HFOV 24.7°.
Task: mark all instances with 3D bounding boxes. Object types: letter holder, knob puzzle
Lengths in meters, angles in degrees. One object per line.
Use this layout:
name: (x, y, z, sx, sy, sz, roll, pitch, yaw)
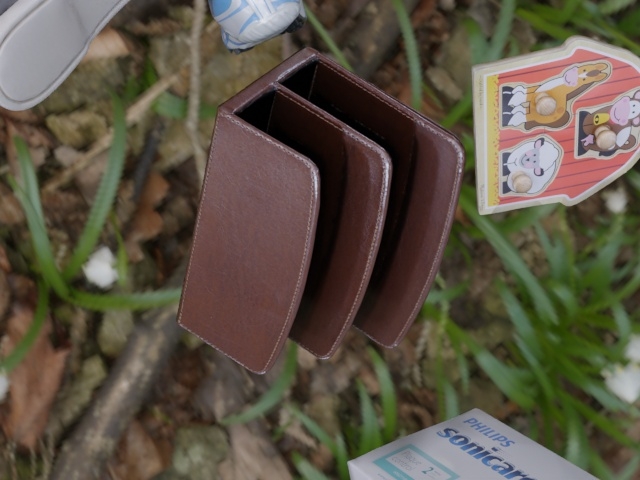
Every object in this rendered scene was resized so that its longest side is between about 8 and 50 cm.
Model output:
letter holder: (0.000, 0.000, 1.470, 0.152, 0.214, 0.301, -41, 156, -42)
knob puzzle: (0.240, -0.104, 1.360, 0.213, 0.030, 0.213, -8, 130, -9)

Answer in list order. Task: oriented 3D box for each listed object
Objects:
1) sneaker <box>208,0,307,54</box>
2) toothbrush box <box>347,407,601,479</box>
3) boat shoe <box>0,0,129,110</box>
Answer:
sneaker: (-0.061, -0.220, 1.322, 0.085, 0.237, 0.086, -24, 95, -2)
toothbrush box: (0.145, 0.303, 1.075, 0.126, 0.216, 0.295, -19, 112, -23)
boat shoe: (-0.172, -0.232, 1.138, 0.335, 0.095, 0.112, -47, 147, -28)
